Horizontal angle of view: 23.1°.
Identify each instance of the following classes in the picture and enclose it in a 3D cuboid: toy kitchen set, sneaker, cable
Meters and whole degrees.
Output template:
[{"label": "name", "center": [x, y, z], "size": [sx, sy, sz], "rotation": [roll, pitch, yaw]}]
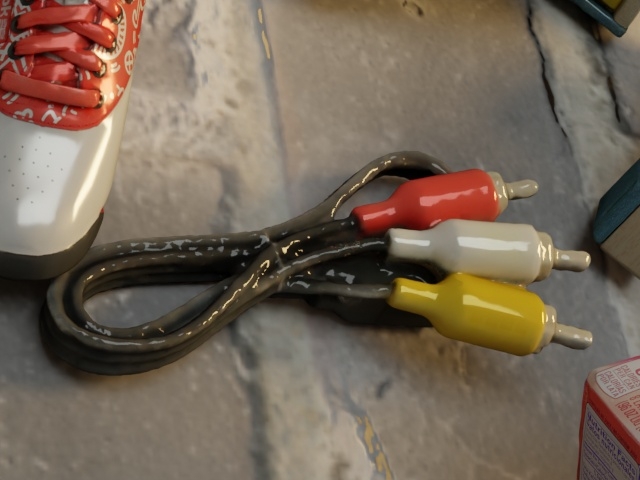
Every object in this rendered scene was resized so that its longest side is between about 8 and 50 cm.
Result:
[{"label": "toy kitchen set", "center": [0.182, -0.106, 0.958], "size": [0.166, 0.122, 0.207], "rotation": [38, 28, -4]}, {"label": "sneaker", "center": [-0.121, -0.124, 0.735], "size": [0.090, 0.145, 0.270], "rotation": [14, 52, -10]}, {"label": "cable", "center": [0.000, 0.000, 0.784], "size": [0.287, 0.072, 0.139], "rotation": [3, 54, -29]}]

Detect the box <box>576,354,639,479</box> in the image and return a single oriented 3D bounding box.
[{"label": "box", "center": [0.239, 0.177, 0.654], "size": [0.142, 0.154, 0.300], "rotation": [-16, 36, -16]}]
